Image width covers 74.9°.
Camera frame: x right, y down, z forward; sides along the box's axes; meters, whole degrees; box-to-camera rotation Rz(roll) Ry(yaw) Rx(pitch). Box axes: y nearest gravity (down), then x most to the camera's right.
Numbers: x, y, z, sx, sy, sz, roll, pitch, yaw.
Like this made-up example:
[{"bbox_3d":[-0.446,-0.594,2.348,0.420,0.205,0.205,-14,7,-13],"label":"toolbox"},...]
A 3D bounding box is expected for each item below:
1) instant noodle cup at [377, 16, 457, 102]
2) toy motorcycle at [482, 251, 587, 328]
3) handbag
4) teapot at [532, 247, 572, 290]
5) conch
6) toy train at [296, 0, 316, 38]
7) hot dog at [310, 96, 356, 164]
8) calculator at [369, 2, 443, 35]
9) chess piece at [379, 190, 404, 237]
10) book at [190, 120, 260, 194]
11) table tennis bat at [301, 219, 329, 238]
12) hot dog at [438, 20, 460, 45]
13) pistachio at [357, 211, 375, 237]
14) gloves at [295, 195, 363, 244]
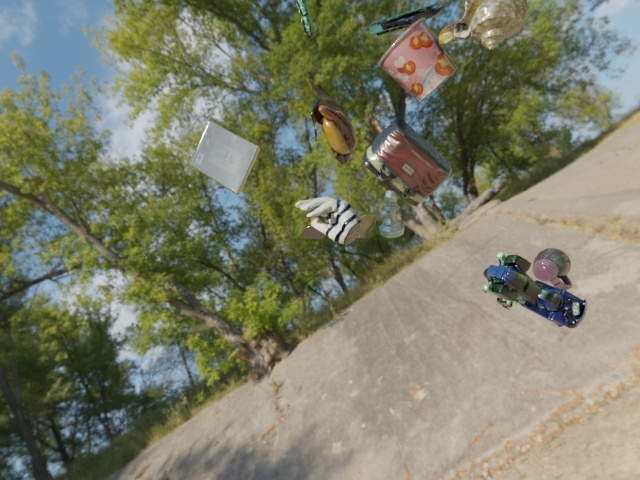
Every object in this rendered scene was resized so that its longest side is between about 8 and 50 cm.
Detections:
[{"bbox_3d":[0.387,-0.691,1.644,0.243,0.231,0.243,-42,4,3],"label":"instant noodle cup"},{"bbox_3d":[0.628,0.162,1.212,0.125,0.330,0.196,-62,14,-11],"label":"toy motorcycle"},{"bbox_3d":[0.264,-0.232,1.305,0.181,0.254,0.181,-47,12,30],"label":"handbag"},{"bbox_3d":[0.806,0.108,1.469,0.116,0.149,0.145,-10,2,42],"label":"teapot"},{"bbox_3d":[0.364,-0.502,0.905,0.155,0.208,0.130,-1,-11,32],"label":"conch"},{"bbox_3d":[-0.055,-0.856,1.607,0.038,0.148,0.071,-12,4,20],"label":"toy train"},{"bbox_3d":[0.083,-0.533,2.034,0.107,0.326,0.194,1,58,51],"label":"hot dog"},{"bbox_3d":[0.350,-0.931,1.777,0.273,0.058,0.248,-17,22,-1],"label":"calculator"},{"bbox_3d":[0.387,-0.160,2.273,0.139,0.139,0.272,-23,-61,-36],"label":"chess piece"},{"bbox_3d":[-0.411,-0.354,1.772,0.021,0.310,0.217,8,-69,-62],"label":"book"},{"bbox_3d":[0.000,0.000,1.594,0.107,0.119,0.169,11,-30,-34],"label":"table tennis bat"},{"bbox_3d":[0.501,-0.783,1.570,0.082,0.068,0.289,-8,26,31],"label":"hot dog"},{"bbox_3d":[0.157,-0.051,1.614,0.049,0.090,0.172,3,23,40],"label":"pistachio"},{"bbox_3d":[0.028,-0.087,1.358,0.131,0.219,0.140,-42,-23,-5],"label":"gloves"}]
